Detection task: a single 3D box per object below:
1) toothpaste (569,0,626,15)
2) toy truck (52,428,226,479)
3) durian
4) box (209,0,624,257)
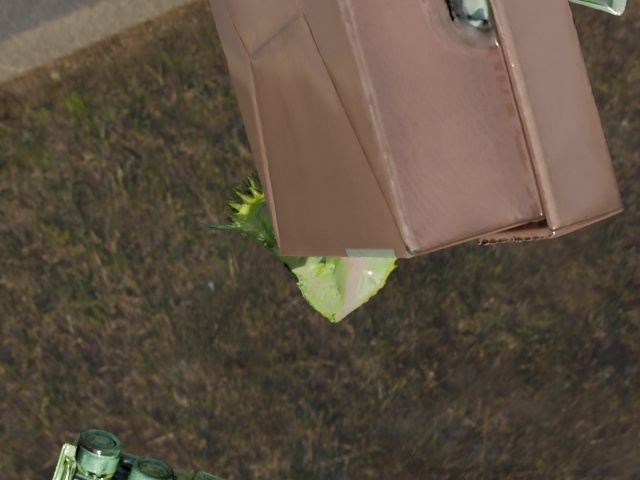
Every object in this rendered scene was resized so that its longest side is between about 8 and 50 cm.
[{"bbox_3d":[0.215,-0.274,1.173,0.204,0.031,0.049,17,108,20],"label":"toothpaste"},{"bbox_3d":[-0.158,0.291,1.258,0.260,0.135,0.128,20,104,5],"label":"toy truck"},{"bbox_3d":[0.001,-0.010,1.579,0.158,0.355,0.169,10,71,37],"label":"durian"},{"bbox_3d":[0.018,-0.095,0.497,0.086,0.215,0.215,-17,94,-14],"label":"box"}]
